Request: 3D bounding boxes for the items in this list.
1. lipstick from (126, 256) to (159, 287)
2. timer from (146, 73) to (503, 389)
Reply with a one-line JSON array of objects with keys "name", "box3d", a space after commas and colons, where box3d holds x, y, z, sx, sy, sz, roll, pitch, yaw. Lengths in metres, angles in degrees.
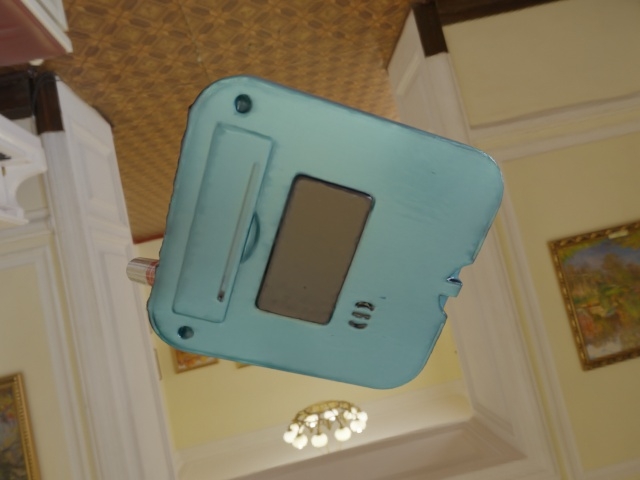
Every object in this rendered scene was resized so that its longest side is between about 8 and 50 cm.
[{"name": "lipstick", "box3d": [-0.216, 0.043, 0.608, 0.038, 0.038, 0.130, -9, -173, -39]}, {"name": "timer", "box3d": [0.000, 0.000, 0.401, 0.249, 0.232, 0.091, 17, -161, -8]}]
